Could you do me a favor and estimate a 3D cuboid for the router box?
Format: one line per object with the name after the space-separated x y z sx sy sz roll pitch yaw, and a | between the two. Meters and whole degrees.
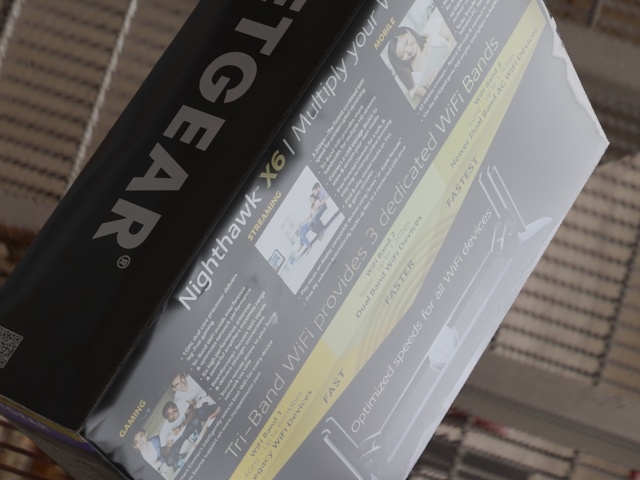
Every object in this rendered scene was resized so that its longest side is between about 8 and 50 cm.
0.000 0.000 0.869 0.081 0.243 0.309 22 -110 34 | router box
